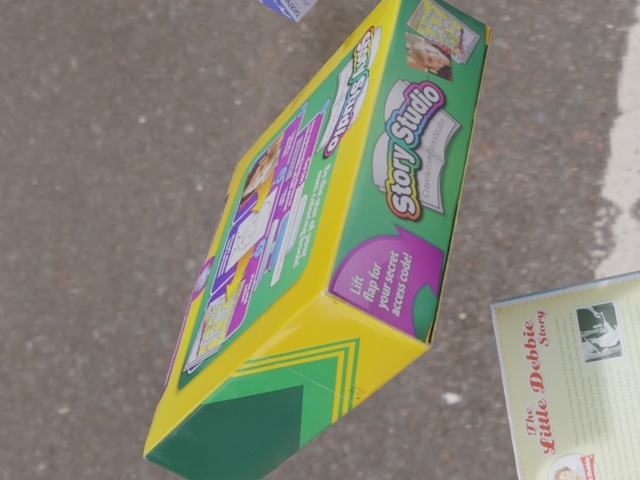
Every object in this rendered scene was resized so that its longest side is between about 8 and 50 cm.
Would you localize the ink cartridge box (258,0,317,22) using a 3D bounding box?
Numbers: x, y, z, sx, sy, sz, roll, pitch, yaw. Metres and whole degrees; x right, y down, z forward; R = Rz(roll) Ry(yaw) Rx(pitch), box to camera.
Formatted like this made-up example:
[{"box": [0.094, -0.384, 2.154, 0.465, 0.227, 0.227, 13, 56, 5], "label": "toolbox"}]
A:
[{"box": [-0.092, -0.362, 1.733, 0.046, 0.207, 0.097, -47, 41, -5], "label": "ink cartridge box"}]

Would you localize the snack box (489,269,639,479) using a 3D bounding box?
[{"box": [0.275, 0.196, 1.302, 0.187, 0.060, 0.322, -13, 73, 19], "label": "snack box"}]

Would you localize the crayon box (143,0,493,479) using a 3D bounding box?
[{"box": [0.000, 0.000, 1.217, 0.313, 0.106, 0.363, -43, 24, 45], "label": "crayon box"}]
